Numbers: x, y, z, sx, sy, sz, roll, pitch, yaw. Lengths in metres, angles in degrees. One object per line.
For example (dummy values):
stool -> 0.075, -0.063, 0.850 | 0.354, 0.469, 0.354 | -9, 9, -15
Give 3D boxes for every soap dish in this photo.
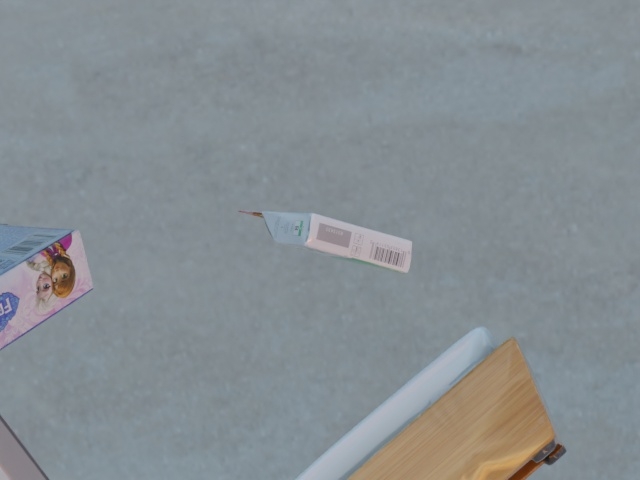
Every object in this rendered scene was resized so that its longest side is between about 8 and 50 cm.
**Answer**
soap dish -> 0.085, 0.212, 1.157 | 0.291, 0.229, 0.118 | -41, 73, 1

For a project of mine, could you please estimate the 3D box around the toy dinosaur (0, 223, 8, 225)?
toy dinosaur -> -0.518, -0.002, 1.822 | 0.164, 0.322, 0.218 | 9, 25, 44

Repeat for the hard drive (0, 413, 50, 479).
hard drive -> -0.504, 0.284, 1.768 | 0.353, 0.233, 0.047 | -1, 38, 42

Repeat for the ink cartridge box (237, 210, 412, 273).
ink cartridge box -> 0.000, 0.000, 1.950 | 0.181, 0.056, 0.224 | 15, -7, -31

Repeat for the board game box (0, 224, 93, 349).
board game box -> -0.421, 0.072, 1.158 | 0.318, 0.066, 0.318 | 4, 26, 34
